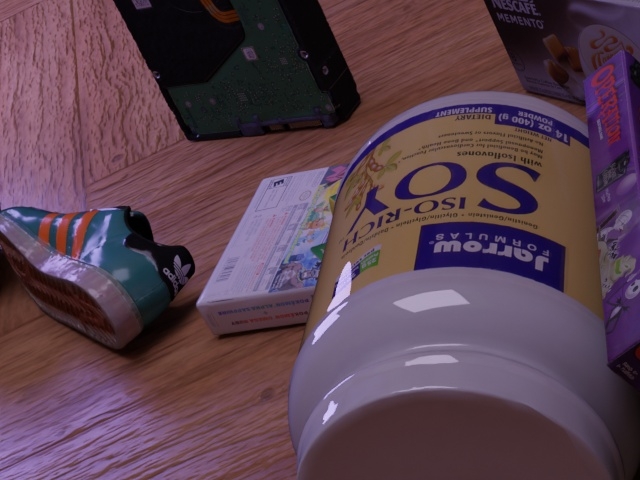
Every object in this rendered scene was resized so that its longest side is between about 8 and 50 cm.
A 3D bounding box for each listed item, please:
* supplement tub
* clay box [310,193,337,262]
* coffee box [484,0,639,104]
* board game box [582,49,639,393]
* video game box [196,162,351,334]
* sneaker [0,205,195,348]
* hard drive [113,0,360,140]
[{"bbox_3d":[0.107,0.072,1.103,0.241,0.241,0.331,-16,31,20],"label":"supplement tub"},{"bbox_3d":[0.109,-0.026,1.392,0.222,0.053,0.127,-26,38,-19],"label":"clay box"},{"bbox_3d":[0.280,-0.205,1.501,0.098,0.141,0.246,-39,32,-18],"label":"coffee box"},{"bbox_3d":[0.269,0.025,1.078,0.056,0.208,0.347,-44,21,30],"label":"board game box"},{"bbox_3d":[0.000,0.000,1.504,0.187,0.048,0.205,-11,33,29],"label":"video game box"},{"bbox_3d":[-0.236,0.018,1.626,0.121,0.108,0.302,-36,35,-22],"label":"sneaker"},{"bbox_3d":[-0.120,-0.271,1.737,0.236,0.339,0.064,-3,35,38],"label":"hard drive"}]
